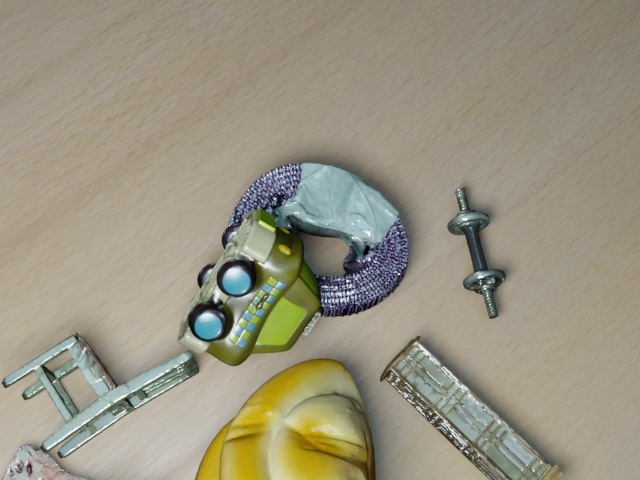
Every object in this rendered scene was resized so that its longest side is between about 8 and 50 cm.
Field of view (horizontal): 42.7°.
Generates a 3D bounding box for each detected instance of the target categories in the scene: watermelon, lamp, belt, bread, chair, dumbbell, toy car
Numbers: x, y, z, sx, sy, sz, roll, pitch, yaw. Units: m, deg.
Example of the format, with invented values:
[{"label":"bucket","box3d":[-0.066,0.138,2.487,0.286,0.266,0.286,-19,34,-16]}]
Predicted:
[{"label":"watermelon","box3d":[-0.452,0.393,1.315,0.187,0.071,0.139,-17,63,-1]},{"label":"lamp","box3d":[0.247,0.308,1.376,0.325,0.089,0.090,42,72,13]},{"label":"belt","box3d":[0.000,0.000,1.466,0.324,0.122,0.260,19,74,6]},{"label":"bread","box3d":[-0.008,0.384,1.185,0.329,0.245,0.424,31,28,-15]},{"label":"chair","box3d":[-0.356,0.220,1.347,0.270,0.136,0.147,-33,75,-13]},{"label":"dumbbell","box3d":[0.284,0.020,1.496,0.081,0.082,0.254,-9,69,-7]},{"label":"toy car","box3d":[-0.097,0.097,1.323,0.198,0.204,0.248,31,104,-14]}]
